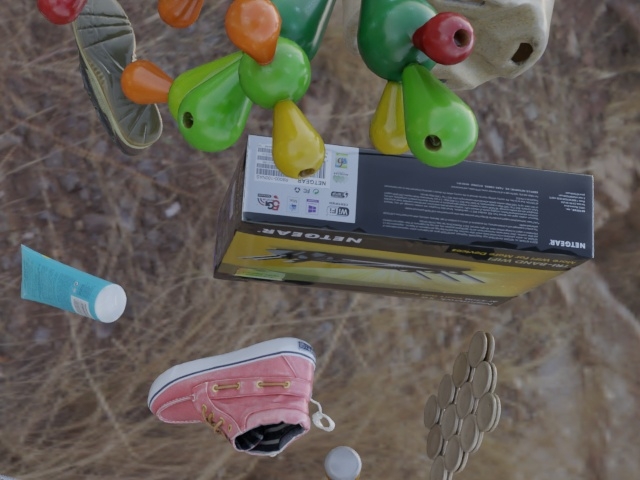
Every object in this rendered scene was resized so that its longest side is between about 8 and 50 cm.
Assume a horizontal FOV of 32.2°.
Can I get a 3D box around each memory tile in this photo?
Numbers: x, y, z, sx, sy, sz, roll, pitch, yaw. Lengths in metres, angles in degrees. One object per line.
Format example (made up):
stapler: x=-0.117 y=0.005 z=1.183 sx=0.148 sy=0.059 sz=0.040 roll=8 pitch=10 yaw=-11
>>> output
memory tile: x=0.138 y=0.169 z=1.090 sx=0.012 sy=0.148 sz=0.113 roll=12 pitch=44 yaw=-15

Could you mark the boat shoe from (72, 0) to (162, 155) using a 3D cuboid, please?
boat shoe: x=-0.266 y=-0.209 z=1.384 sx=0.080 sy=0.073 sz=0.223 roll=-15 pitch=78 yaw=-37

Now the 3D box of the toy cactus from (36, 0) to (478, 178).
toy cactus: x=-0.009 y=-0.117 z=0.487 sx=0.180 sy=0.219 sz=0.112 roll=-50 pitch=143 yaw=-18

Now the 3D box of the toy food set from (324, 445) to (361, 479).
toy food set: x=0.051 y=0.317 z=1.117 sx=0.111 sy=0.104 sz=0.232 roll=-24 pitch=70 yaw=-9

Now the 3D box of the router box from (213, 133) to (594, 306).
router box: x=0.064 y=-0.009 z=1.040 sx=0.309 sy=0.243 sz=0.081 roll=6 pitch=76 yaw=-9

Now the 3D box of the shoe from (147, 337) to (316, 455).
shoe: x=-0.082 y=0.147 z=0.962 sx=0.063 sy=0.178 sz=0.081 roll=41 pitch=39 yaw=-41

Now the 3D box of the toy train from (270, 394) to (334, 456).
toy train: x=-0.053 y=0.220 z=1.472 sx=0.125 sy=0.166 sz=0.046 roll=53 pitch=42 yaw=-15

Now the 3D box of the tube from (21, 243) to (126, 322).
tube: x=-0.353 y=0.064 z=1.524 sx=0.052 sy=0.207 sz=0.080 roll=-5 pitch=105 yaw=-50

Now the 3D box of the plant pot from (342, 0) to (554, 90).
plant pot: x=0.146 y=-0.351 z=1.248 sx=0.334 sy=0.334 sz=0.305 roll=23 pitch=64 yaw=-37

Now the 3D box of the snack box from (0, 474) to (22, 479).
snack box: x=-0.408 y=0.388 z=1.541 sx=0.207 sy=0.174 sz=0.070 roll=34 pitch=78 yaw=-53
